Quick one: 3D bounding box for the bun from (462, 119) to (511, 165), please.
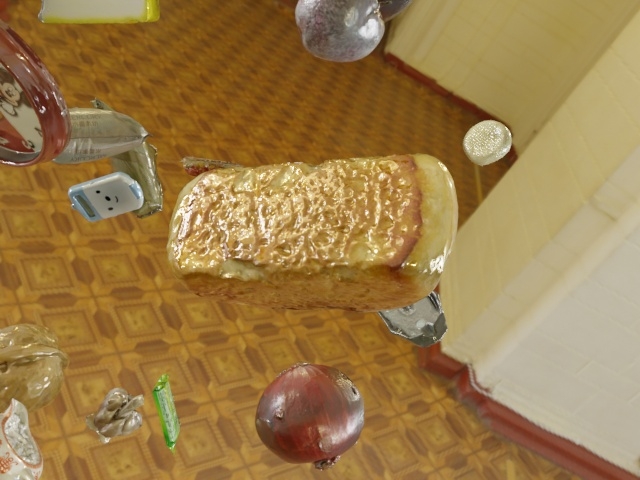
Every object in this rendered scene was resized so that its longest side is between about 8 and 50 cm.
[{"bbox_3d":[0.299,-0.171,1.133,0.055,0.086,0.086,35,21,-49],"label":"bun"}]

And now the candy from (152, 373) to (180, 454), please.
[{"bbox_3d":[-0.380,0.429,1.579,0.032,0.178,0.102,-12,7,0],"label":"candy"}]

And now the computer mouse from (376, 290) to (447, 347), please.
[{"bbox_3d":[0.186,0.145,1.348,0.071,0.126,0.231,51,-3,-41],"label":"computer mouse"}]

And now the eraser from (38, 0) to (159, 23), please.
[{"bbox_3d":[-0.337,-0.373,0.993,0.158,0.069,0.226,-6,20,-9],"label":"eraser"}]

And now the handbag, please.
[{"bbox_3d":[-0.520,-0.227,1.371,0.270,0.117,0.182,-9,13,-30],"label":"handbag"}]

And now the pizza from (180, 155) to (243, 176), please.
[{"bbox_3d":[-0.187,-0.117,1.014,0.100,0.029,0.099,3,9,-34],"label":"pizza"}]

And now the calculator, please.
[{"bbox_3d":[-0.585,-0.117,1.734,0.039,0.210,0.121,-90,162,-51],"label":"calculator"}]

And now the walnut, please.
[{"bbox_3d":[-0.738,0.318,1.553,0.257,0.257,0.224,4,57,-39],"label":"walnut"}]

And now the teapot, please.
[{"bbox_3d":[-0.619,0.432,1.270,0.116,0.159,0.245,-31,54,-19],"label":"teapot"}]

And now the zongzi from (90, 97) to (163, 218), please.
[{"bbox_3d":[-0.554,-0.225,1.813,0.289,0.123,0.260,65,8,-63],"label":"zongzi"}]

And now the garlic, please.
[{"bbox_3d":[-0.528,0.450,1.705,0.131,0.194,0.127,51,32,8],"label":"garlic"}]

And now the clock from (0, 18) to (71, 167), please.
[{"bbox_3d":[-0.531,-0.250,0.997,0.318,0.318,0.080,32,52,-3],"label":"clock"}]

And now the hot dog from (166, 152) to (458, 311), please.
[{"bbox_3d":[0.000,0.001,0.903,0.223,0.405,0.185,41,50,-61],"label":"hot dog"}]

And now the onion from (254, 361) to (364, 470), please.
[{"bbox_3d":[-0.042,0.525,1.933,0.341,0.341,0.341,23,33,-16],"label":"onion"}]

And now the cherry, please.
[{"bbox_3d":[0.038,-0.464,1.317,0.195,0.195,0.195,23,33,-16],"label":"cherry"}]

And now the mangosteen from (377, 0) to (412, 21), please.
[{"bbox_3d":[0.115,-0.681,1.551,0.330,0.330,0.330,23,33,-16],"label":"mangosteen"}]
